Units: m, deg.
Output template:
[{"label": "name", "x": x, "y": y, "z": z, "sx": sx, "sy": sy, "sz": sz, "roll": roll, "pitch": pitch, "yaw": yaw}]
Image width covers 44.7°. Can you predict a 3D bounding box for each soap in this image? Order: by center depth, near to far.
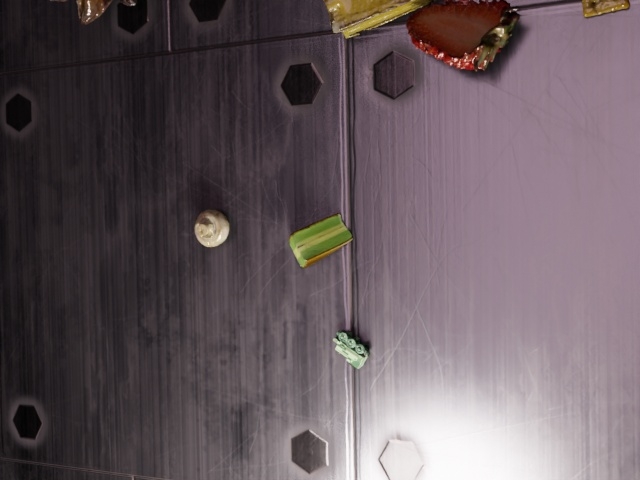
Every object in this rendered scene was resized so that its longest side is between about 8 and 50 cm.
[{"label": "soap", "x": 0.121, "y": -0.511, "z": 1.554, "sx": 0.233, "sy": 0.076, "sz": 0.135, "roll": -17, "pitch": 86, "yaw": 22}]

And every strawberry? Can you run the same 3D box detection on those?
[{"label": "strawberry", "x": 0.277, "y": -0.400, "z": 1.497, "sx": 0.167, "sy": 0.087, "sz": 0.208, "roll": -45, "pitch": 47, "yaw": -2}]

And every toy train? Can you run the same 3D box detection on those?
[{"label": "toy train", "x": 0.063, "y": 0.225, "z": 1.623, "sx": 0.083, "sy": 0.033, "sz": 0.053, "roll": 32, "pitch": 107, "yaw": 20}]

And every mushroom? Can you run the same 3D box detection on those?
[{"label": "mushroom", "x": -0.243, "y": -0.027, "z": 1.729, "sx": 0.084, "sy": 0.067, "sz": 0.083, "roll": 4, "pitch": 100, "yaw": 22}]

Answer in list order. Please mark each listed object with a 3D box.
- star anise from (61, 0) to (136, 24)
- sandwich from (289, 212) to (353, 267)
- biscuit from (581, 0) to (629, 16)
[{"label": "star anise", "x": -0.508, "y": -0.660, "z": 1.802, "sx": 0.332, "sy": 0.117, "sz": 0.331, "roll": -1, "pitch": 87, "yaw": 16}, {"label": "sandwich", "x": 0.000, "y": 0.000, "z": 1.658, "sx": 0.116, "sy": 0.074, "sz": 0.074, "roll": -25, "pitch": 80, "yaw": -11}, {"label": "biscuit", "x": 0.515, "y": -0.455, "z": 1.415, "sx": 0.081, "sy": 0.018, "sz": 0.083, "roll": -6, "pitch": 89, "yaw": 24}]
